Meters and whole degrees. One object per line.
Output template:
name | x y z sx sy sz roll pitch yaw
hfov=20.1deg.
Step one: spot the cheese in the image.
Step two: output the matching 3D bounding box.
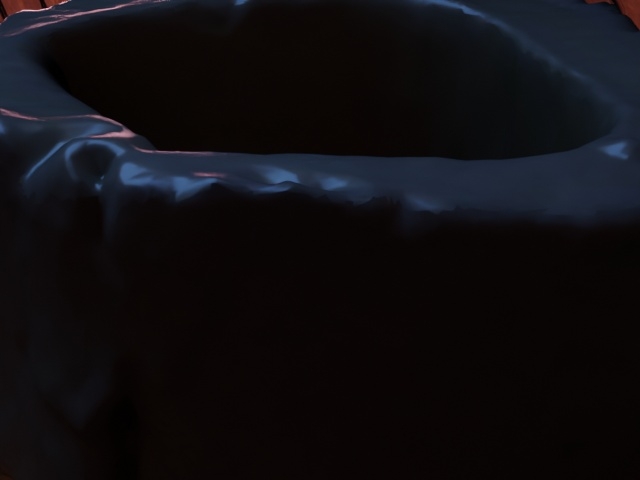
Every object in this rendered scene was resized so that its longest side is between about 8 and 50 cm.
cheese | -0.002 0.003 0.692 0.292 0.153 0.332 -9 21 -22
